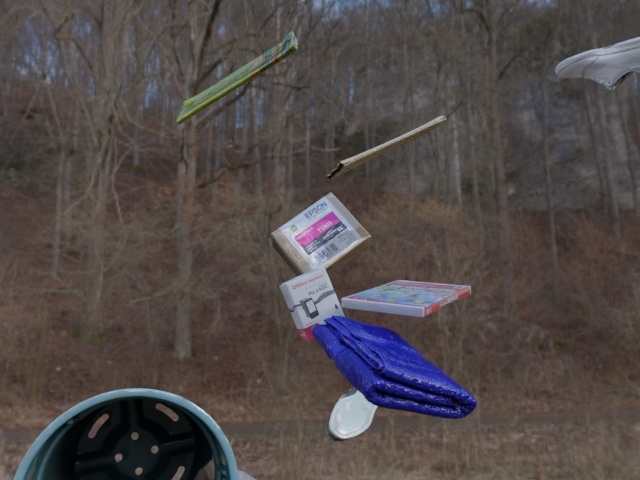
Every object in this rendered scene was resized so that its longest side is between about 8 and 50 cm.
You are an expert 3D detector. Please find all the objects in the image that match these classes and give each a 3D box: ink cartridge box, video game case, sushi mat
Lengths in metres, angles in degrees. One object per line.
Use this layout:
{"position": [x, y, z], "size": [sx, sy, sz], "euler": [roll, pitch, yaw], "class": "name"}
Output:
{"position": [0.000, 0.000, 1.669], "size": [0.234, 0.193, 0.088], "euler": [-36, -18, -16], "class": "ink cartridge box"}
{"position": [-0.018, 0.154, 1.371], "size": [0.109, 0.150, 0.063], "euler": [-23, -1, -19], "class": "ink cartridge box"}
{"position": [0.209, 0.132, 1.334], "size": [0.204, 0.025, 0.285], "euler": [3, 7, 34], "class": "video game case"}
{"position": [0.168, -0.237, 1.449], "size": [0.316, 0.019, 0.151], "euler": [-27, -1, -18], "class": "sushi mat"}

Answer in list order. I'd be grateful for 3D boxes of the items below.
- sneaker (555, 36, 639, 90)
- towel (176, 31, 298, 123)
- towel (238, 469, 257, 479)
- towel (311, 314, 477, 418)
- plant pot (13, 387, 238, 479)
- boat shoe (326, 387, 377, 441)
{"position": [0.610, -0.367, 1.222], "size": [0.080, 0.094, 0.212], "euler": [-16, 8, -33], "class": "sneaker"}
{"position": [-0.142, -0.277, 0.959], "size": [0.237, 0.102, 0.021], "euler": [-29, -65, 12], "class": "towel"}
{"position": [-0.094, 0.573, 1.032], "size": [0.049, 0.282, 0.187], "euler": [-41, -65, 11], "class": "towel"}
{"position": [0.132, 0.229, 1.083], "size": [0.227, 0.076, 0.308], "euler": [14, 7, -21], "class": "towel"}
{"position": [-0.342, 0.425, 1.030], "size": [0.341, 0.341, 0.334], "euler": [2, -8, -16], "class": "plant pot"}
{"position": [0.096, 0.499, 1.647], "size": [0.091, 0.109, 0.305], "euler": [-51, -11, 30], "class": "boat shoe"}
